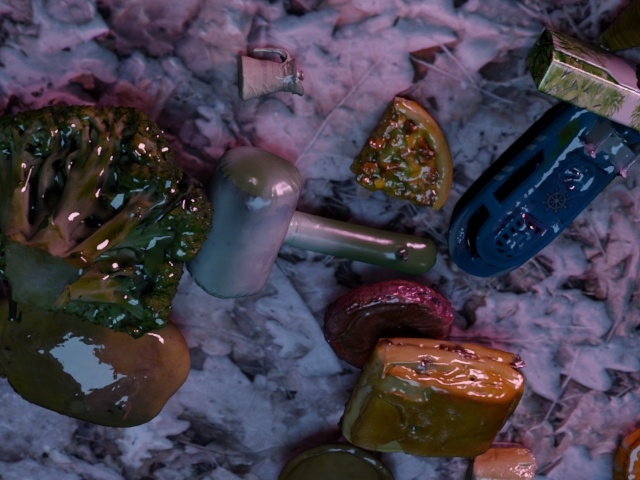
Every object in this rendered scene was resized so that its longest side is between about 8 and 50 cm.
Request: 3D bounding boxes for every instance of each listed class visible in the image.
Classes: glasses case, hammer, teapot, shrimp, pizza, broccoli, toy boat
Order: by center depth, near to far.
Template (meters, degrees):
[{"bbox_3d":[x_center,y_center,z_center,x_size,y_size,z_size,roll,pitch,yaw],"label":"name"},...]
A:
[{"bbox_3d":[-0.302,-0.011,1.757,0.321,0.283,0.304,11,118,9],"label":"broccoli"},{"bbox_3d":[0.394,-0.181,1.765,0.272,0.095,0.062,19,116,-13],"label":"glasses case"},{"bbox_3d":[-0.062,-0.207,1.774,0.083,0.057,0.067,-1,94,-6],"label":"teapot"},{"bbox_3d":[0.106,-0.098,1.845,0.134,0.046,0.175,-26,120,15],"label":"pizza"},{"bbox_3d":[0.286,-0.049,1.855,0.134,0.092,0.299,31,117,-22],"label":"toy boat"},{"bbox_3d":[0.000,0.000,1.880,0.335,0.119,0.206,12,124,-15],"label":"hammer"},{"bbox_3d":[0.507,0.378,2.148,0.150,0.068,0.249,0,118,-6],"label":"shrimp"}]

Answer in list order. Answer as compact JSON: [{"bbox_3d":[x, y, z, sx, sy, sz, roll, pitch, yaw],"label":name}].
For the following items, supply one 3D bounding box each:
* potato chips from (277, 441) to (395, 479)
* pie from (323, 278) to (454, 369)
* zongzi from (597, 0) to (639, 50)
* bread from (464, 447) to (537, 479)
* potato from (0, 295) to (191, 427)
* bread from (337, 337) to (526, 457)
[{"bbox_3d":[0.031,0.374,2.141,0.195,0.062,0.208,-24,121,21],"label":"potato chips"},{"bbox_3d":[0.093,0.118,1.966,0.182,0.049,0.182,-4,138,-3],"label":"pie"},{"bbox_3d":[0.515,-0.276,1.697,0.286,0.134,0.288,24,133,-20],"label":"zongzi"},{"bbox_3d":[0.269,0.364,2.127,0.106,0.082,0.125,9,133,6],"label":"bread"},{"bbox_3d":[-0.329,0.160,1.956,0.296,0.141,0.192,19,118,-9],"label":"potato"},{"bbox_3d":[0.159,0.229,1.989,0.235,0.099,0.210,5,139,-15],"label":"bread"}]
